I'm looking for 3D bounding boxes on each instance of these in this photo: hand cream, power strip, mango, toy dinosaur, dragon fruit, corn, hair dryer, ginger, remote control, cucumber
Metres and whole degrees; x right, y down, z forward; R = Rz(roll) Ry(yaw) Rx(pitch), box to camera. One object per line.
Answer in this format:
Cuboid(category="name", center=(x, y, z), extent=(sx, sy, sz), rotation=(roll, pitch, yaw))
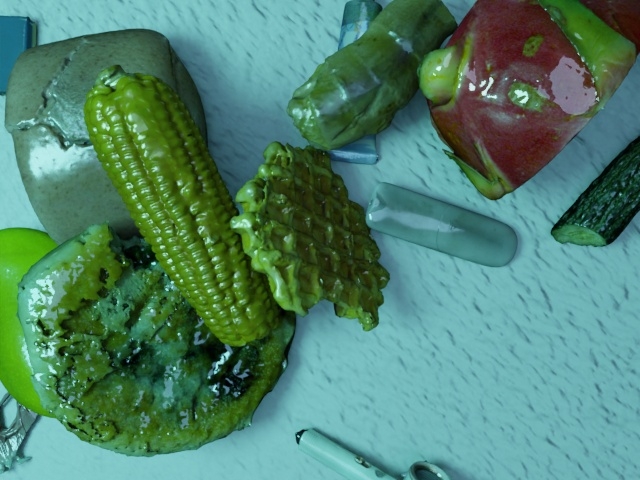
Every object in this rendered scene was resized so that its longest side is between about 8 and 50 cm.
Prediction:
Cuboid(category="hand cream", center=(0.055, -0.243, 0.809), extent=(0.088, 0.055, 0.255), rotation=(6, 97, -3))
Cuboid(category="power strip", center=(-0.475, -0.287, 0.850), extent=(0.056, 0.032, 0.123), rotation=(2, 90, 4))
Cuboid(category="mango", center=(-0.390, 0.113, 0.788), extent=(0.175, 0.143, 0.293), rotation=(-26, 86, -16))
Cuboid(category="toy dinosaur", center=(-0.496, 0.303, 0.851), extent=(0.220, 0.032, 0.108), rotation=(-29, 84, -6))
Cuboid(category="dragon fruit", center=(0.245, -0.217, 0.684), extent=(0.189, 0.290, 0.290), rotation=(38, 92, 3))
Cuboid(category="corn", center=(-0.158, -0.033, 0.654), extent=(0.121, 0.120, 0.363), rotation=(-27, 106, 4))
Cuboid(category="hair dryer", center=(0.060, 0.350, 0.790), extent=(0.237, 0.073, 0.131), rotation=(27, 106, 11))
Cuboid(category="ginger", center=(0.073, -0.223, 0.736), extent=(0.263, 0.109, 0.116), rotation=(-46, 56, -3))
Cuboid(category="remote control", center=(0.179, -0.019, 0.786), extent=(0.229, 0.044, 0.073), rotation=(18, 89, -7))
Cuboid(category="cucumber", center=(0.440, -0.091, 0.768), extent=(0.077, 0.077, 0.265), rotation=(41, 90, 3))

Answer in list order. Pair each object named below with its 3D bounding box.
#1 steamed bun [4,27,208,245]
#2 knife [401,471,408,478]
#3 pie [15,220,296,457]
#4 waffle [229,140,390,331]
Cuboid(category="steamed bun", center=(-0.293, -0.148, 0.753), extent=(0.252, 0.199, 0.300), rotation=(-10, 89, 4))
Cuboid(category="knife", center=(0.223, 0.424, 0.804), extent=(0.256, 0.022, 0.046), rotation=(40, 99, 3))
Cuboid(category="pie", center=(-0.215, 0.138, 0.736), extent=(0.372, 0.078, 0.296), rotation=(18, 84, -24))
Cuboid(category="waffle", center=(-0.002, 0.001, 0.715), extent=(0.051, 0.291, 0.290), rotation=(-23, 88, 35))
